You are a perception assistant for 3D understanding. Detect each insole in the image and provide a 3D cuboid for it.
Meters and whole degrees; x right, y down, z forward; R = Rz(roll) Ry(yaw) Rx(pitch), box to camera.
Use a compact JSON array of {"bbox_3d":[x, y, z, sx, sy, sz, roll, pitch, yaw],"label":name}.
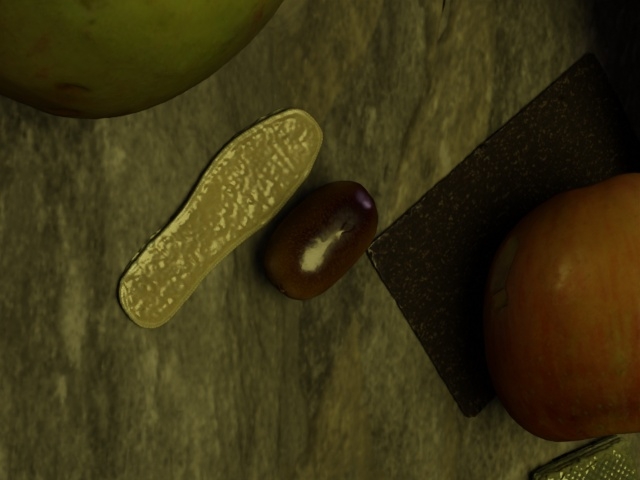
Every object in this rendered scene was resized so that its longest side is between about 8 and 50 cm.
[{"bbox_3d":[-0.087,-0.024,1.502,0.248,0.011,0.081,-49,118,-17],"label":"insole"}]

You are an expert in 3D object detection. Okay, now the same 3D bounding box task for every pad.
[{"bbox_3d":[0.207,-0.007,1.691,0.330,0.004,0.220,-40,114,-22],"label":"pad"}]

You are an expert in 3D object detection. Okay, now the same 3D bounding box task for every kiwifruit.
[{"bbox_3d":[0.000,0.000,1.524,0.124,0.075,0.075,-50,118,-22],"label":"kiwifruit"}]

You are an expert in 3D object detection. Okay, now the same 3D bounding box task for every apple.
[{"bbox_3d":[0.270,0.063,1.614,0.242,0.242,0.241,-5,86,-31],"label":"apple"},{"bbox_3d":[-0.166,-0.263,1.254,0.339,0.305,0.338,-3,97,-30],"label":"apple"}]

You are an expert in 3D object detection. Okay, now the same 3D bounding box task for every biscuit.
[{"bbox_3d":[0.283,0.310,1.754,0.121,0.040,0.199,-19,106,-27],"label":"biscuit"}]
